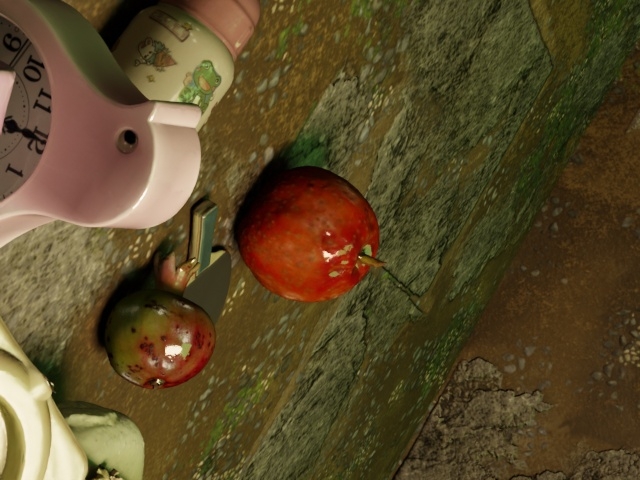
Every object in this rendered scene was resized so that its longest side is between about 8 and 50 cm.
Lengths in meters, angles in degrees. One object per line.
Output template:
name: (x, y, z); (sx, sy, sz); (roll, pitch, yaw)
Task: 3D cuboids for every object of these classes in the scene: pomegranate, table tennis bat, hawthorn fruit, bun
pomegranate: (-0.178, 0.099, 1.655); (0.159, 0.129, 0.129); (-58, 161, -35)
table tennis bat: (-0.157, 0.056, 1.793); (0.154, 0.021, 0.274); (-43, 155, -41)
hawthorn fruit: (0.000, 0.000, 1.833); (0.179, 0.200, 0.179); (-51, 154, -38)
bun: (-0.315, 0.292, 1.491); (0.293, 0.187, 0.293); (21, 90, -77)

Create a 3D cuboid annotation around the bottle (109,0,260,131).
bottle: (-0.152, -0.158, 1.384); (0.253, 0.120, 0.120); (-55, 159, -14)

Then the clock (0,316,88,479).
clock: (-0.373, 0.196, 1.209); (0.309, 0.114, 0.284); (-39, 128, -23)

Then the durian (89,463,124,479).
durian: (-0.208, 0.357, 1.421); (0.195, 0.185, 0.305); (-47, 172, -6)

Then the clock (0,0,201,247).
clock: (-0.253, -0.045, 1.075); (0.290, 0.275, 0.080); (-62, 164, 11)

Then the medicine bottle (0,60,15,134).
medicine bottle: (-0.348, 0.011, 0.956); (0.212, 0.212, 0.325); (-1, 110, -67)
